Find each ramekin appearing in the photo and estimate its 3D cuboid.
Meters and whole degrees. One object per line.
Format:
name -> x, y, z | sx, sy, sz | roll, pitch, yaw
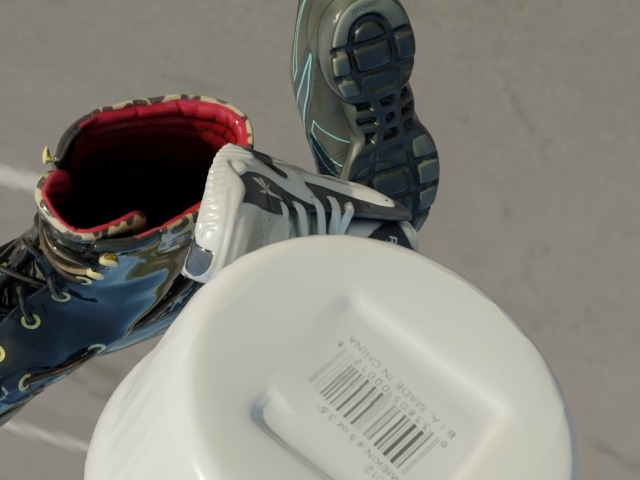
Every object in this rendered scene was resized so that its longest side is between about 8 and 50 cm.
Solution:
ramekin -> 0.014, 0.130, 1.062 | 0.277, 0.277, 0.135 | 25, 139, -6

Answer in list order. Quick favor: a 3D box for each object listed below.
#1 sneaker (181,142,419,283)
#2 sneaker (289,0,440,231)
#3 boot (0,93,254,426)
sneaker -> 0.000, 0.000, 1.252 | 0.153, 0.094, 0.235 | 17, -178, 6
sneaker -> 0.033, -0.103, 1.510 | 0.106, 0.101, 0.267 | 45, 147, 48
boot -> -0.224, 0.028, 1.482 | 0.138, 0.377, 0.284 | 61, 155, 16
